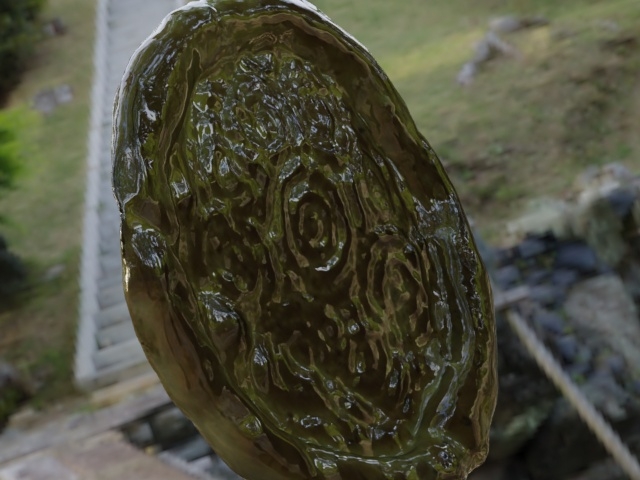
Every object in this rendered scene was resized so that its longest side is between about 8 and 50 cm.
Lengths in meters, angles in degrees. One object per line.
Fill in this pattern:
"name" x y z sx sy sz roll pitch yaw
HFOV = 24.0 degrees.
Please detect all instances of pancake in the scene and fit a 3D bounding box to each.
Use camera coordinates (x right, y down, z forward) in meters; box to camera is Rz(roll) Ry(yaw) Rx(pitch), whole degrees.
"pancake" 0.000 0.000 0.661 0.031 0.250 0.250 -23 -2 36
